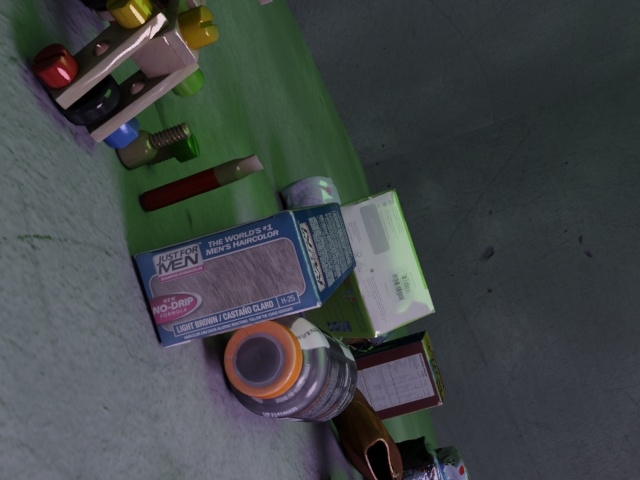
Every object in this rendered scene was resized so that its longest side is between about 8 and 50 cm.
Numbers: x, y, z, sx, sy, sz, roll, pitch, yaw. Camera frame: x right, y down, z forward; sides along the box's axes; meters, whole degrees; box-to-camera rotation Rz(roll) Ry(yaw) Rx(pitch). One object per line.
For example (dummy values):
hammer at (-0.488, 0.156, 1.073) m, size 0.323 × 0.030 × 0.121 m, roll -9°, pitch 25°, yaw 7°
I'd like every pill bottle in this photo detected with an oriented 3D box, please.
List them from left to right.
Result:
pill bottle at (-0.038, 0.165, 0.882) m, size 0.245 × 0.130 × 0.130 m, roll 48°, pitch 26°, yaw -68°

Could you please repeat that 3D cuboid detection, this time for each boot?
boot at (0.080, 0.191, 1.374) m, size 0.106 × 0.082 × 0.219 m, roll 43°, pitch 47°, yaw -1°
boot at (0.110, 0.374, 1.163) m, size 0.264 × 0.096 × 0.280 m, roll 68°, pitch -10°, yaw -17°

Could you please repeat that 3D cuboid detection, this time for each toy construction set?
toy construction set at (-0.133, -0.203, 0.695) m, size 0.257 × 0.237 × 0.308 m, roll -89°, pitch 159°, yaw -62°

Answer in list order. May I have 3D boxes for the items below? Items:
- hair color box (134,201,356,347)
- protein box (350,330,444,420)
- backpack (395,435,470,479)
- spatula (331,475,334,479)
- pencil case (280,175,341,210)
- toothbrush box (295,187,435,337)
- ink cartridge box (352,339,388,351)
hair color box at (-0.067, 0.027, 0.841) m, size 0.347 × 0.174 × 0.105 m, roll -23°, pitch 97°, yaw -80°
protein box at (0.147, 0.292, 1.470) m, size 0.200 × 0.201 × 0.136 m, roll 9°, pitch 64°, yaw -79°
backpack at (0.228, 0.568, 1.468) m, size 0.276 × 0.213 × 0.263 m, roll 31°, pitch 53°, yaw -80°
spatula at (0.059, 0.526, 1.106) m, size 0.242 × 0.019 × 0.168 m, roll -97°, pitch 166°, yaw -49°
pencil case at (0.000, 0.000, 1.441) m, size 0.113 × 0.124 × 0.273 m, roll 0°, pitch 70°, yaw -53°
toothbrush box at (0.038, 0.047, 1.151) m, size 0.283 × 0.122 × 0.206 m, roll -17°, pitch -88°, yaw 63°
ink cartridge box at (0.113, 0.212, 1.836) m, size 0.303 × 0.072 × 0.307 m, roll -76°, pitch 150°, yaw -74°
